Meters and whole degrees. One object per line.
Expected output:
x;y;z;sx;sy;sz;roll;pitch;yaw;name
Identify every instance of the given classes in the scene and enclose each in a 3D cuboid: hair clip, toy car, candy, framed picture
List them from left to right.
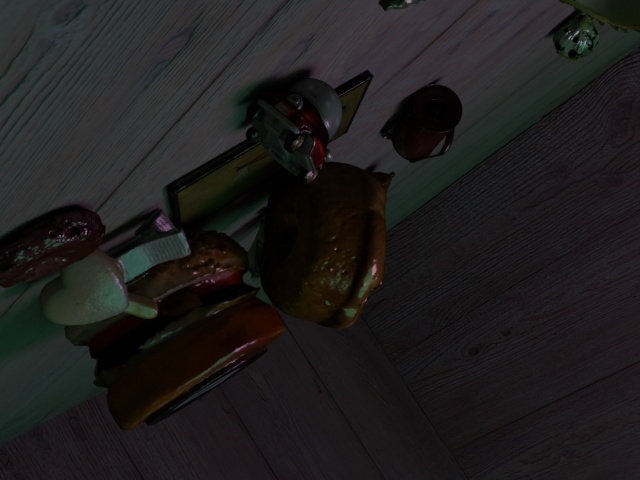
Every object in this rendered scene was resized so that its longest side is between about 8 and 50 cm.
-0.284;0.052;1.165;0.218;0.159;0.071;-32;-144;-16;hair clip
-0.079;-0.126;1.272;0.338;0.014;0.255;-32;173;-13;framed picture
-0.023;-0.152;1.036;0.112;0.112;0.139;-47;167;-11;toy car
0.536;-0.457;1.648;0.091;0.083;0.305;-16;163;-4;candy

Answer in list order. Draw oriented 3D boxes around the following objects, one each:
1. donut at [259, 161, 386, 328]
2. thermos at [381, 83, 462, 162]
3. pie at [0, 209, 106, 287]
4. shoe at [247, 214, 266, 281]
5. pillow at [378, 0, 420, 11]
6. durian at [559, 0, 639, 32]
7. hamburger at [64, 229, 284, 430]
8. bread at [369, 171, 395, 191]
0.000;0.000;1.409;0.150;0.299;0.317;9;144;-18;donut
0.189;-0.214;1.607;0.124;0.099;0.232;6;167;-9;thermos
-0.327;0.012;0.991;0.153;0.038;0.153;-31;173;-4;pie
-0.060;-0.018;1.691;0.262;0.128;0.140;-63;179;7;shoe
0.209;-0.344;0.830;0.274;0.076;0.280;-35;179;39;pillow
0.432;-0.395;1.080;0.394;0.198;0.163;73;39;-86;durian
-0.241;0.135;1.370;0.330;0.250;0.330;-33;173;-5;hamburger
0.083;-0.091;2.018;0.124;0.084;0.344;-56;-172;-37;bread
